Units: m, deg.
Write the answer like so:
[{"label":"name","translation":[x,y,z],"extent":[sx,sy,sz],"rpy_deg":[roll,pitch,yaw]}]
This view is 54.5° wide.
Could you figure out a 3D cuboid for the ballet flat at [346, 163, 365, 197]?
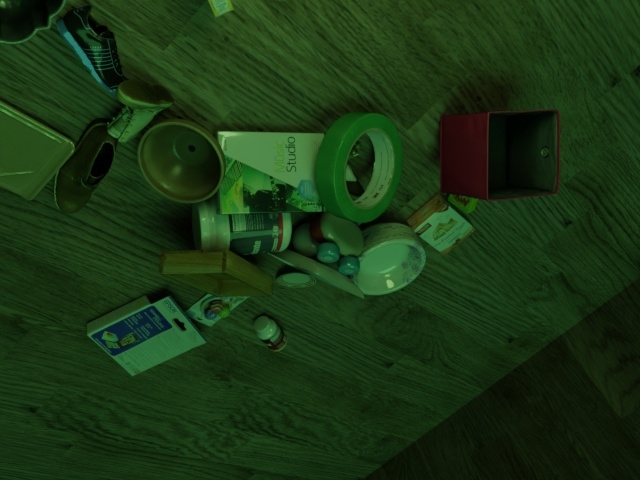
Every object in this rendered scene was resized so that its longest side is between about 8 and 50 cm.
[{"label":"ballet flat","translation":[0.035,-0.203,1.922],"extent":[0.280,0.095,0.096],"rpy_deg":[10,115,-31]}]

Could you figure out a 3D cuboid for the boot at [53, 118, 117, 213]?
[{"label":"boot","translation":[-0.624,-0.171,1.640],"extent":[0.112,0.115,0.305],"rpy_deg":[16,125,-37]}]

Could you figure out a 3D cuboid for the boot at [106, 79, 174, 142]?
[{"label":"boot","translation":[-0.471,-0.314,1.533],"extent":[0.165,0.077,0.213],"rpy_deg":[-37,179,17]}]

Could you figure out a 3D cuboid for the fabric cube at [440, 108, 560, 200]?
[{"label":"fabric cube","translation":[0.541,-0.264,1.898],"extent":[0.259,0.258,0.254],"rpy_deg":[-6,100,-19]}]

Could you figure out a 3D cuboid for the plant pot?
[{"label":"plant pot","translation":[-0.361,-0.228,1.674],"extent":[0.237,0.110,0.237],"rpy_deg":[5,125,7]}]

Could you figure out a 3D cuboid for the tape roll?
[{"label":"tape roll","translation":[0.120,-0.215,1.832],"extent":[0.321,0.077,0.321],"rpy_deg":[-19,115,-45]}]

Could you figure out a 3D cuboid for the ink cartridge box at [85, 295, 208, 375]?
[{"label":"ink cartridge box","translation":[-0.597,0.322,2.165],"extent":[0.307,0.072,0.304],"rpy_deg":[-26,136,-2]}]

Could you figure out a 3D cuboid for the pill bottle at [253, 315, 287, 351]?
[{"label":"pill bottle","translation":[-0.192,0.351,2.358],"extent":[0.086,0.086,0.152],"rpy_deg":[-28,136,4]}]

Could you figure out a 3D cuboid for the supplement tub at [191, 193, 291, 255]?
[{"label":"supplement tub","translation":[-0.238,-0.050,1.870],"extent":[0.272,0.191,0.191],"rpy_deg":[-5,133,-20]}]

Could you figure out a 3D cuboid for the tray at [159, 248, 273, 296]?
[{"label":"tray","translation":[-0.305,0.105,1.910],"extent":[0.202,0.076,0.411],"rpy_deg":[-2,165,14]}]

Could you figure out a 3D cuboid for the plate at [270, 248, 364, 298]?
[{"label":"plate","translation":[-0.015,0.099,2.081],"extent":[0.278,0.277,0.045],"rpy_deg":[30,84,-46]}]

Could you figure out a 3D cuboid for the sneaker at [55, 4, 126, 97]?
[{"label":"sneaker","translation":[-0.508,-0.438,1.456],"extent":[0.090,0.081,0.232],"rpy_deg":[-26,137,8]}]

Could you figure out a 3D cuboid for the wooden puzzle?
[{"label":"wooden puzzle","translation":[-0.783,-0.232,1.567],"extent":[0.221,0.044,0.238],"rpy_deg":[-42,130,18]}]

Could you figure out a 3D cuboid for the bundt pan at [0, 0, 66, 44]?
[{"label":"bundt pan","translation":[-0.673,-0.563,1.230],"extent":[0.330,0.124,0.331],"rpy_deg":[-12,135,-13]}]

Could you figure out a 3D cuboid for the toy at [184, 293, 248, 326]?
[{"label":"toy","translation":[-0.352,0.232,2.192],"extent":[0.237,0.056,0.137],"rpy_deg":[-40,133,16]}]

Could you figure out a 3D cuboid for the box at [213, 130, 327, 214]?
[{"label":"box","translation":[-0.140,-0.193,1.778],"extent":[0.322,0.058,0.232],"rpy_deg":[-3,91,-21]}]

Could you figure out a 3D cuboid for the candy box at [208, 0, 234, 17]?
[{"label":"candy box","translation":[-0.258,-0.608,1.382],"extent":[0.053,0.109,0.187],"rpy_deg":[-25,137,1]}]

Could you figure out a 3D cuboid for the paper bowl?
[{"label":"paper bowl","translation":[0.217,0.051,2.200],"extent":[0.284,0.148,0.284],"rpy_deg":[-12,138,-11]}]

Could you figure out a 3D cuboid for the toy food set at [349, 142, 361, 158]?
[{"label":"toy food set","translation":[0.087,-0.295,1.904],"extent":[0.078,0.019,0.122],"rpy_deg":[-21,137,-4]}]

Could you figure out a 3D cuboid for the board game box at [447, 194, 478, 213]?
[{"label":"board game box","translation":[0.508,-0.191,2.134],"extent":[0.043,0.092,0.181],"rpy_deg":[-27,143,-36]}]

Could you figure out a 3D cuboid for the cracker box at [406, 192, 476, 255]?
[{"label":"cracker box","translation":[0.443,-0.055,2.262],"extent":[0.155,0.067,0.232],"rpy_deg":[-42,133,18]}]

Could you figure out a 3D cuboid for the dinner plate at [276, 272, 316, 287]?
[{"label":"dinner plate","translation":[-0.086,0.138,2.217],"extent":[0.141,0.017,0.141],"rpy_deg":[1,155,1]}]

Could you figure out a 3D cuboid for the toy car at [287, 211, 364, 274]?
[{"label":"toy car","translation":[0.000,0.000,2.063],"extent":[0.238,0.219,0.210],"rpy_deg":[-16,146,36]}]
